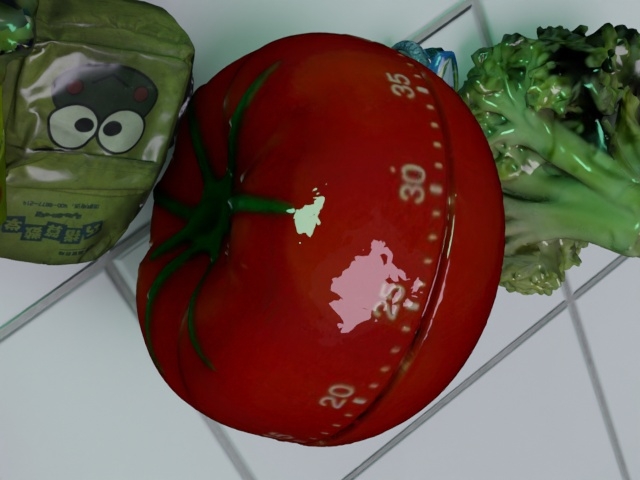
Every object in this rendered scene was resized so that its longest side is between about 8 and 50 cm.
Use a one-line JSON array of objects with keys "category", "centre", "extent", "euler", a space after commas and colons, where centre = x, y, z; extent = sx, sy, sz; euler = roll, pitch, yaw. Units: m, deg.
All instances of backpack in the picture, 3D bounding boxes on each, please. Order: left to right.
[{"category": "backpack", "centre": [-0.230, -0.100, 1.064], "extent": [0.207, 0.140, 0.253], "euler": [2, 121, -34]}]

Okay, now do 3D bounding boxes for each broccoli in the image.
[{"category": "broccoli", "centre": [0.280, -0.080, 1.328], "extent": [0.348, 0.281, 0.293], "euler": [-40, 131, -11]}]

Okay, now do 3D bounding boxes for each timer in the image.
[{"category": "timer", "centre": [0.000, 0.000, 1.111], "extent": [0.279, 0.378, 0.378], "euler": [13, 107, -27]}]

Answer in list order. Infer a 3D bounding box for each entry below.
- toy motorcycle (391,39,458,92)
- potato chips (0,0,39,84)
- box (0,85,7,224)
[{"category": "toy motorcycle", "centre": [0.096, -0.090, 1.290], "extent": [0.092, 0.135, 0.254], "euler": [-8, 119, -31]}, {"category": "potato chips", "centre": [-0.364, -0.258, 0.788], "extent": [0.429, 0.070, 0.358], "euler": [8, 90, -10]}, {"category": "box", "centre": [-0.342, -0.172, 0.928], "extent": [0.187, 0.047, 0.335], "euler": [9, 115, 8]}]
